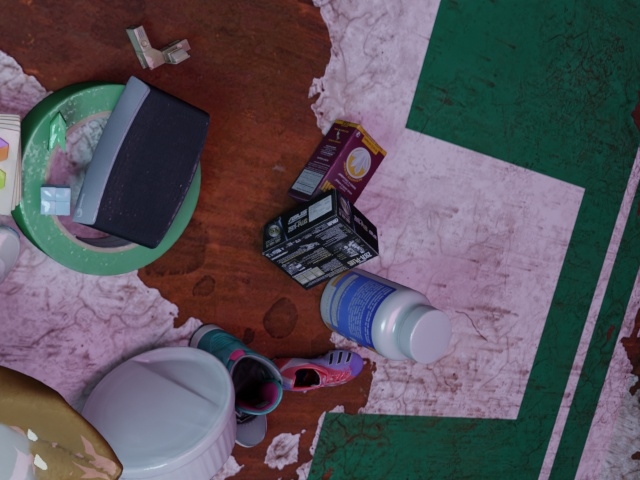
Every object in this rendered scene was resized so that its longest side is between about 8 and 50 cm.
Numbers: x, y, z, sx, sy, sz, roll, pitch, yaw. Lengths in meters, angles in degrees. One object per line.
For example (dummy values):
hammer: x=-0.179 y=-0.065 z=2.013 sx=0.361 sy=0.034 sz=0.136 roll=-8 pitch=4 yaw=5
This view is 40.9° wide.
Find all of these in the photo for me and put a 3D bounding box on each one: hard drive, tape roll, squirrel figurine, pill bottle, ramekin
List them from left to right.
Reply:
squirrel figurine: x=-0.521 y=0.276 z=1.248 sx=0.281 sy=0.370 sz=0.397 roll=-39 pitch=94 yaw=-21
tape roll: x=-0.359 y=-0.104 z=1.442 sx=0.321 sy=0.077 sz=0.321 roll=-12 pitch=111 yaw=-34
hard drive: x=-0.284 y=-0.121 z=1.408 sx=0.172 sy=0.054 sz=0.254 roll=23 pitch=89 yaw=-39
ramekin: x=-0.269 y=0.323 z=1.495 sx=0.273 sy=0.273 sz=0.127 roll=-36 pitch=134 yaw=-24
pill bottle: x=0.135 y=0.159 z=1.769 sx=0.152 sy=0.272 sz=0.152 roll=-12 pitch=110 yaw=-34

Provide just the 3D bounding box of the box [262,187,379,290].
box: x=0.000 y=0.000 z=1.680 sx=0.147 sy=0.180 sz=0.077 roll=41 pitch=33 yaw=-37

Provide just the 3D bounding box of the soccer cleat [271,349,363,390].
soccer cleat: x=0.004 y=0.282 z=1.820 sx=0.248 sy=0.095 sz=0.083 roll=3 pitch=101 yaw=-38

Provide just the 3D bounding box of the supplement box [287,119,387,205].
supplement box: x=0.035 y=-0.135 z=1.729 sx=0.104 sy=0.081 sz=0.188 roll=40 pitch=79 yaw=-38

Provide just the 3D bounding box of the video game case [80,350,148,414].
video game case: x=-0.336 y=0.337 z=1.623 sx=0.183 sy=0.023 sz=0.201 roll=-45 pitch=125 yaw=-18

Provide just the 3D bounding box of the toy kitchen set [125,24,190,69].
toy kitchen set: x=-0.265 y=-0.337 z=1.448 sx=0.083 sy=0.068 sz=0.075 roll=-35 pitch=122 yaw=-25

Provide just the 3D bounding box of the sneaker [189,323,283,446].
sneaker: x=-0.138 y=0.309 z=1.665 sx=0.124 sy=0.178 sz=0.295 roll=-35 pitch=122 yaw=-25

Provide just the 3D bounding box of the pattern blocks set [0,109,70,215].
pattern blocks set: x=-0.536 y=-0.118 z=1.265 sx=0.325 sy=0.026 sz=0.285 roll=-9 pitch=113 yaw=-15

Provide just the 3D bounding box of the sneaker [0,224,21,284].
sneaker: x=-0.548 y=0.076 z=1.340 sx=0.228 sy=0.092 sz=0.087 roll=-53 pitch=126 yaw=-14
